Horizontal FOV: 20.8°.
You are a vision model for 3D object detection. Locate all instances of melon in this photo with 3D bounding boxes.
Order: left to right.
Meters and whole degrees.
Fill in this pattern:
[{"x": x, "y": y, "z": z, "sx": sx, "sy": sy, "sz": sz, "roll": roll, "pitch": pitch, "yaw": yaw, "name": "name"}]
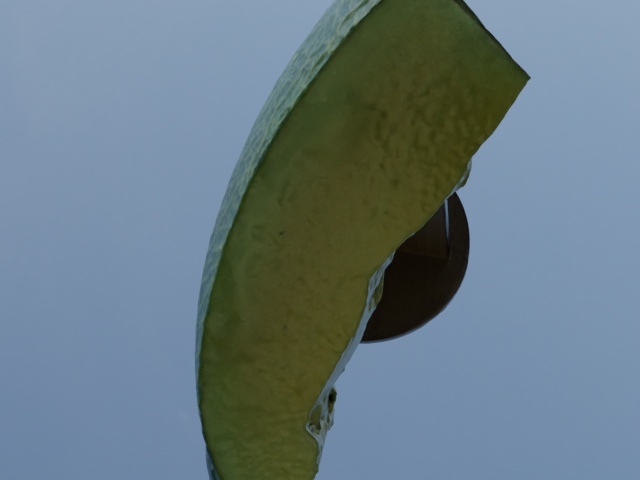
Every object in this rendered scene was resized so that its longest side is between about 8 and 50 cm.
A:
[{"x": 0.000, "y": 0.000, "z": 0.972, "sx": 0.124, "sy": 0.196, "sz": 0.323, "roll": 30, "pitch": -82, "yaw": 8, "name": "melon"}]

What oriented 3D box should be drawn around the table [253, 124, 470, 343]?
[{"x": 0.028, "y": -0.033, "z": 1.299, "sx": 0.167, "sy": 0.226, "sz": 0.167, "roll": -2, "pitch": -109, "yaw": 5, "name": "table"}]
